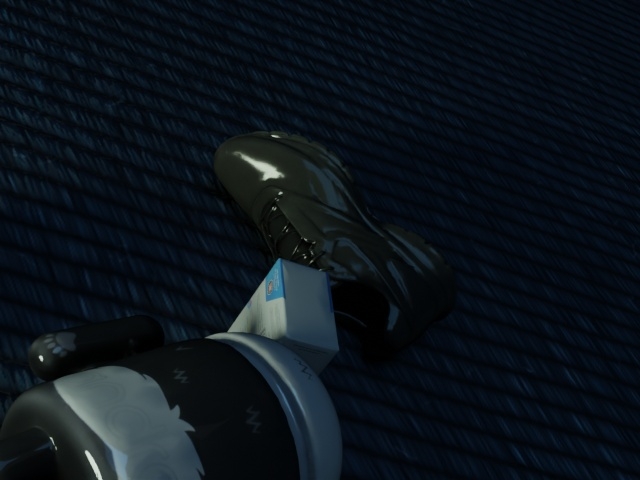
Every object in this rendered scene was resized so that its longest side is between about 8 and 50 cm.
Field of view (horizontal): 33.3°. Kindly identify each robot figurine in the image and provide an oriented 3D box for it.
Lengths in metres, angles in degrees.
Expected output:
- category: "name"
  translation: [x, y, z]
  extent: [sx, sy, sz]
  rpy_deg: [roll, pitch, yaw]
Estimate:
- category: "robot figurine"
  translation: [-0.114, 0.165, 0.749]
  extent: [0.278, 0.174, 0.209]
  rpy_deg: [-14, 101, -42]

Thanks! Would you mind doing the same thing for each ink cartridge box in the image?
- category: "ink cartridge box"
  translation: [-0.038, 0.090, 0.915]
  extent: [0.052, 0.122, 0.088]
  rpy_deg: [18, 41, -24]

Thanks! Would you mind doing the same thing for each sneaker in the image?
- category: "sneaker"
  translation: [0.000, 0.000, 1.056]
  extent: [0.286, 0.109, 0.130]
  rpy_deg: [38, 45, 9]
